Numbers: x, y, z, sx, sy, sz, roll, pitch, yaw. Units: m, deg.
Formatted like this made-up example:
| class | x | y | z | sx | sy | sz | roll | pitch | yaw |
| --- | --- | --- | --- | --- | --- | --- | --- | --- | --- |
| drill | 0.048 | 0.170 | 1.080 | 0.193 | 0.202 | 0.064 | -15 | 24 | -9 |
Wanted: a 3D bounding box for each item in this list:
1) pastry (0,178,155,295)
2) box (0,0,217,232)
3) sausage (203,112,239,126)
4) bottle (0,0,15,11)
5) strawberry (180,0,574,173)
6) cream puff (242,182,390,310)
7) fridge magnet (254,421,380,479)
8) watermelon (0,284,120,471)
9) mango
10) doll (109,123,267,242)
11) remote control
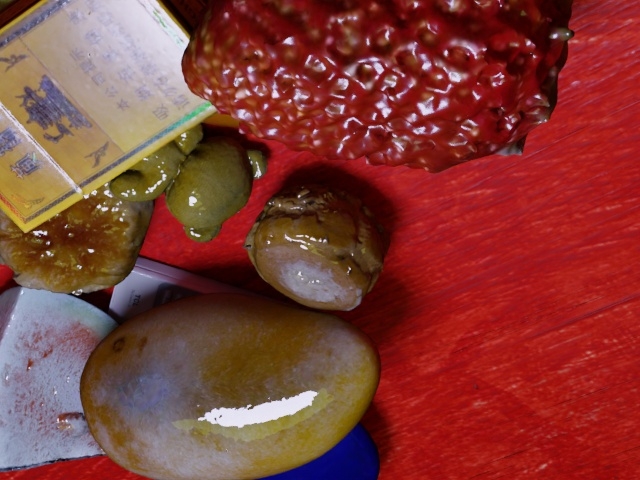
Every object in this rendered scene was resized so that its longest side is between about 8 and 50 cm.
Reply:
| class | x | y | z | sx | sy | sz | roll | pitch | yaw |
| --- | --- | --- | --- | --- | --- | --- | --- | --- | --- |
| pastry | -0.280 | -0.030 | 1.969 | 0.182 | 0.093 | 0.192 | 8 | 128 | -1 |
| box | -0.245 | -0.159 | 1.731 | 0.301 | 0.084 | 0.193 | -29 | 114 | 26 |
| sausage | -0.044 | -0.160 | 1.790 | 0.238 | 0.098 | 0.098 | 4 | 134 | 12 |
| bottle | -0.344 | -0.266 | 1.771 | 0.201 | 0.072 | 0.072 | 15 | 135 | -1 |
| strawberry | 0.052 | -0.202 | 1.565 | 0.343 | 0.292 | 0.292 | -1 | 137 | -13 |
| cream puff | 0.000 | 0.000 | 1.916 | 0.150 | 0.115 | 0.165 | 0 | 143 | 23 |
| fridge magnet | -0.055 | 0.263 | 2.188 | 0.265 | 0.112 | 0.265 | 7 | 135 | 7 |
| watermelon | -0.339 | 0.181 | 2.107 | 0.320 | 0.213 | 0.289 | 16 | 134 | 14 |
| mango | -0.101 | 0.166 | 1.986 | 0.384 | 0.199 | 0.221 | -14 | 85 | 25 |
| doll | -0.170 | -0.096 | 1.893 | 0.209 | 0.097 | 0.137 | 35 | 95 | -10 |
| remote control | -0.129 | 0.092 | 2.094 | 0.250 | 0.034 | 0.103 | 18 | 135 | -4 |
